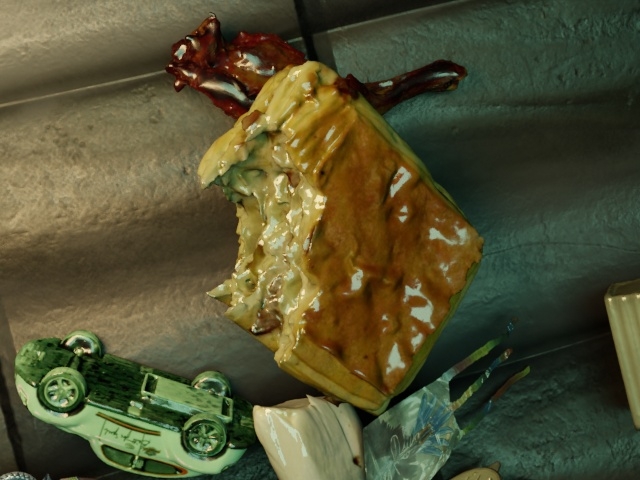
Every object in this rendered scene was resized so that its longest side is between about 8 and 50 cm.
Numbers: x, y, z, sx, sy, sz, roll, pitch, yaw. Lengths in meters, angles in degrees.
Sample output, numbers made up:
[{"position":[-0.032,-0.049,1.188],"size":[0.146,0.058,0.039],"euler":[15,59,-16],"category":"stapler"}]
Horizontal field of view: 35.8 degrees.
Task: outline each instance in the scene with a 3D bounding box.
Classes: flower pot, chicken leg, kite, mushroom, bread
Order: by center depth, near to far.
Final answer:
[{"position":[0.000,0.000,1.218],"size":[0.370,0.191,0.314],"euler":[40,81,-25],"category":"bread"},{"position":[0.004,0.349,1.263],"size":[0.159,0.122,0.328],"euler":[-13,93,-31],"category":"mushroom"},{"position":[0.171,0.232,1.306],"size":[0.310,0.015,0.169],"euler":[-31,123,-29],"category":"kite"},{"position":[-0.001,-0.199,1.307],"size":[0.407,0.096,0.157],"euler":[2,68,-12],"category":"chicken leg"},{"position":[0.507,0.134,1.325],"size":[0.239,0.209,0.189],"euler":[-15,90,-9],"category":"flower pot"}]

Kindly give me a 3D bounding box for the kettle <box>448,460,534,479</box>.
[{"position":[0.259,0.427,1.302],"size":[0.255,0.165,0.240],"euler":[49,52,-6],"category":"kettle"}]

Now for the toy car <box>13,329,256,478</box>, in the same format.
[{"position":[-0.233,0.215,1.227],"size":[0.306,0.136,0.125],"euler":[17,106,-8],"category":"toy car"}]

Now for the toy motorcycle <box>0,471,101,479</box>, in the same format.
[{"position":[-0.306,0.383,1.227],"size":[0.136,0.092,0.254],"euler":[-27,102,-19],"category":"toy motorcycle"}]
